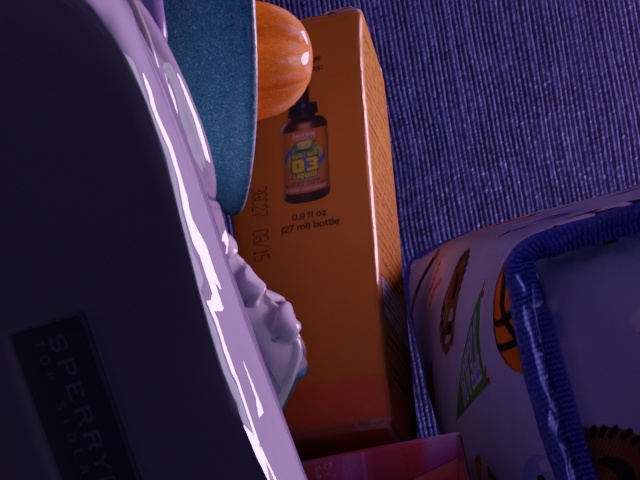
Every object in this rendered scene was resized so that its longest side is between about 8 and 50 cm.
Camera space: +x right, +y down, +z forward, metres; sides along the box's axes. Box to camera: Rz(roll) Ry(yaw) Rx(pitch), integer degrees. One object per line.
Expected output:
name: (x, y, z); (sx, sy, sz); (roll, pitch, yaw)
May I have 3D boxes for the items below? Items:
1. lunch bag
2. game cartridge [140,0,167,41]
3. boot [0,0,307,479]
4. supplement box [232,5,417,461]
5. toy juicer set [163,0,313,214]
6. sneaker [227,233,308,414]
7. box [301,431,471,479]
lunch bag: (0.188, 0.162, 0.722); (0.328, 0.239, 0.385); (-179, -108, -87)
game cartridge: (-0.086, -0.208, 0.422); (0.355, 0.068, 0.230); (93, -8, -61)
boot: (-0.040, 0.051, 0.383); (0.123, 0.095, 0.258); (-74, 154, -79)
supplement box: (0.000, 0.000, 0.798); (0.080, 0.078, 0.233); (53, 30, -63)
toy juicer set: (-0.055, -0.097, 0.700); (0.209, 0.089, 0.329); (-111, -158, -59)
sneaker: (-0.055, 0.025, 0.574); (0.087, 0.092, 0.229); (85, -6, -87)
box: (-0.002, 0.188, 0.732); (0.300, 0.154, 0.142); (82, -3, -76)
